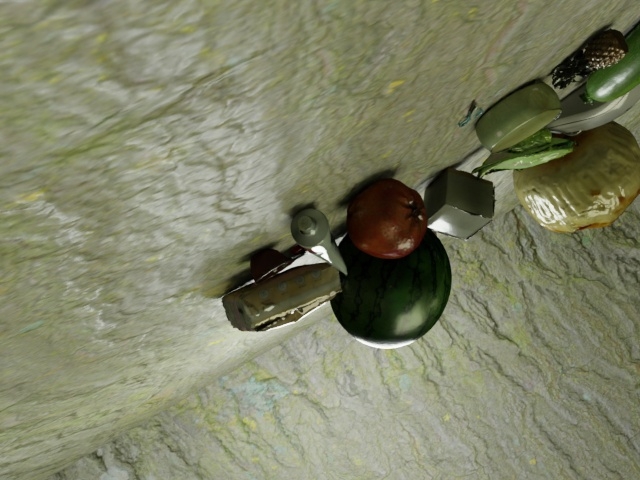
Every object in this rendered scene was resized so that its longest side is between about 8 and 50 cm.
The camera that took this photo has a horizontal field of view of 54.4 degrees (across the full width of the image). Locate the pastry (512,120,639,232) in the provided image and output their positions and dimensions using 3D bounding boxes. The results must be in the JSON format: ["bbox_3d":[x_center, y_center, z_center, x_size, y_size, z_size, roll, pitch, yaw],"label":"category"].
[{"bbox_3d":[0.801,-0.190,1.926,0.389,0.312,0.388,-37,-157,19],"label":"pastry"}]

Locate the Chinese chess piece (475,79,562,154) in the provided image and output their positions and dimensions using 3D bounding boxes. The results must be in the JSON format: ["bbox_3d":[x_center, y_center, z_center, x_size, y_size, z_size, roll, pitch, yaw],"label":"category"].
[{"bbox_3d":[0.437,-0.272,1.382,0.189,0.083,0.188,-27,170,-5],"label":"Chinese chess piece"}]

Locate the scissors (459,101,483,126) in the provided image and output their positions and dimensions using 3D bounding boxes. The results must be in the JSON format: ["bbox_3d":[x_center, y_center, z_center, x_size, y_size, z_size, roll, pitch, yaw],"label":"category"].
[{"bbox_3d":[0.309,-0.258,1.264,0.058,0.014,0.119,-33,172,5],"label":"scissors"}]

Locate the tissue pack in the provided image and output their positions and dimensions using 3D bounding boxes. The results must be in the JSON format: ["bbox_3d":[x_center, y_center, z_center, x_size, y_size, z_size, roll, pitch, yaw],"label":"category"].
[{"bbox_3d":[-0.093,0.140,1.542,0.257,0.122,0.215,-20,-176,-23],"label":"tissue pack"}]

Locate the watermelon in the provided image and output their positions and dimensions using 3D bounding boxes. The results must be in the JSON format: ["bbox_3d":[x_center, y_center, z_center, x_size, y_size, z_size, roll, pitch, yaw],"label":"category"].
[{"bbox_3d":[0.182,0.106,1.658,0.363,0.363,0.363,-30,169,-7],"label":"watermelon"}]

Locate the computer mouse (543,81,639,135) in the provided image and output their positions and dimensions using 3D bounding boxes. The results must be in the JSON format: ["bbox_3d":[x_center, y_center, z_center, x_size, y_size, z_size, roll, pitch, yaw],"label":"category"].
[{"bbox_3d":[0.753,-0.369,1.683,0.297,0.121,0.184,-39,168,30],"label":"computer mouse"}]

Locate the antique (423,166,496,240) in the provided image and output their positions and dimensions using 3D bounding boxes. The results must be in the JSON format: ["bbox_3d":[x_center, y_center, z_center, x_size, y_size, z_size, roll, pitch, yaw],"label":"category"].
[{"bbox_3d":[0.375,-0.103,1.694,0.152,0.147,0.146,16,151,-14],"label":"antique"}]

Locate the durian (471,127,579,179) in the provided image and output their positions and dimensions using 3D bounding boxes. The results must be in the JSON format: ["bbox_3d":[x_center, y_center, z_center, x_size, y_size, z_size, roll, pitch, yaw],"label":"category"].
[{"bbox_3d":[0.566,-0.250,1.704,0.375,0.106,0.132,-19,160,-19],"label":"durian"}]

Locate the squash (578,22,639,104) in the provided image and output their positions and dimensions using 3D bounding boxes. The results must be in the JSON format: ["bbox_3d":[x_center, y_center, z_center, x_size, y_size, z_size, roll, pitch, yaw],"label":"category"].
[{"bbox_3d":[0.724,-0.420,1.420,0.107,0.107,0.395,-27,170,-20],"label":"squash"}]

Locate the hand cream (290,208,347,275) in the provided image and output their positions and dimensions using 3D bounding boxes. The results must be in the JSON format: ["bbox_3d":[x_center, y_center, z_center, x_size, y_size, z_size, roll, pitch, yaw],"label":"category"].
[{"bbox_3d":[0.000,0.000,1.349,0.078,0.124,0.340,-29,164,3],"label":"hand cream"}]

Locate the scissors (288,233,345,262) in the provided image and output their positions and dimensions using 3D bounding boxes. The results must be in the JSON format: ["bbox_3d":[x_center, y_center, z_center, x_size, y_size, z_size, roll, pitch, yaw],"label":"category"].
[{"bbox_3d":[-0.027,0.028,1.615,0.144,0.017,0.248,-38,168,34],"label":"scissors"}]

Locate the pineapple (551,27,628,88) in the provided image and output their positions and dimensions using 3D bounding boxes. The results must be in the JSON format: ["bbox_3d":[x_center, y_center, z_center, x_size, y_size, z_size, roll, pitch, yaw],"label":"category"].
[{"bbox_3d":[0.555,-0.371,1.300,0.074,0.074,0.159,-21,173,-43],"label":"pineapple"}]

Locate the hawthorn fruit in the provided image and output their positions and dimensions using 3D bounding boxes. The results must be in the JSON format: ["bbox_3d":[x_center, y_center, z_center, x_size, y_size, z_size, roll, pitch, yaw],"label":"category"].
[{"bbox_3d":[0.133,-0.043,1.379,0.200,0.179,0.179,-13,-176,44],"label":"hawthorn fruit"}]

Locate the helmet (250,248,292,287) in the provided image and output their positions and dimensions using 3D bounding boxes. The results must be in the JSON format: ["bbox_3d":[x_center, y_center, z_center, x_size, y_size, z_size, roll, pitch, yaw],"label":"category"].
[{"bbox_3d":[-0.121,0.051,1.361,0.111,0.057,0.089,-29,173,-37],"label":"helmet"}]

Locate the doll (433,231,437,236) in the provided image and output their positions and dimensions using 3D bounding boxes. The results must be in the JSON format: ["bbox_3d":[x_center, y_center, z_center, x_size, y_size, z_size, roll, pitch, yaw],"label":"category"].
[{"bbox_3d":[0.328,0.029,2.212,0.201,0.156,0.303,-32,173,-5],"label":"doll"}]
